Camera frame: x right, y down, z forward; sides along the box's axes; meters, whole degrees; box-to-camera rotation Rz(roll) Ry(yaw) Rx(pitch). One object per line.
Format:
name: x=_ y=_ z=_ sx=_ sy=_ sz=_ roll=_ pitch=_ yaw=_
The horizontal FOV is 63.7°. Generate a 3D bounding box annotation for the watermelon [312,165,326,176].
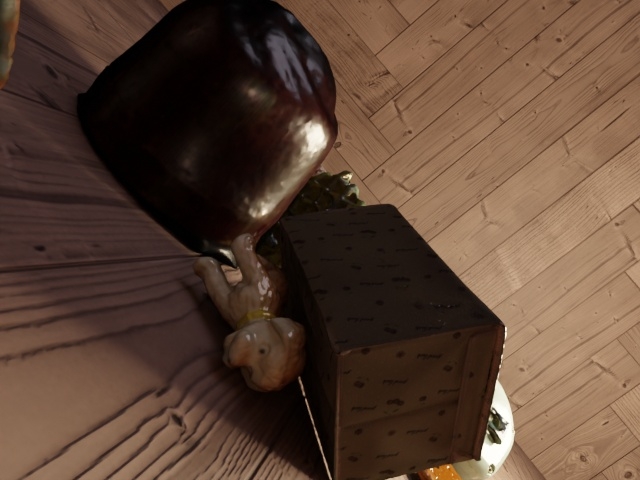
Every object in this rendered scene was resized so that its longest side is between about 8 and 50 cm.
watermelon: x=-0.089 y=-0.108 z=1.113 sx=0.213 sy=0.201 sz=0.262 roll=48 pitch=15 yaw=13

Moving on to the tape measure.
tape measure: x=0.331 y=0.378 z=1.145 sx=0.246 sy=0.125 sz=0.243 roll=52 pitch=43 yaw=-3

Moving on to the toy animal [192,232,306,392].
toy animal: x=-0.059 y=0.113 z=0.639 sx=0.185 sy=0.104 sz=0.184 roll=51 pitch=-2 yaw=40

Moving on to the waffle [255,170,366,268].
waffle: x=-0.024 y=-0.042 z=0.948 sx=0.054 sy=0.223 sz=0.204 roll=62 pitch=20 yaw=-55

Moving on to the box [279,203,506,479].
box: x=0.066 y=0.119 z=0.672 sx=0.297 sy=0.190 sz=0.225 roll=-120 pitch=-155 yaw=-57

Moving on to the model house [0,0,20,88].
model house: x=-0.303 y=-0.222 z=0.337 sx=0.295 sy=0.252 sz=0.329 roll=51 pitch=2 yaw=5

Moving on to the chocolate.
chocolate: x=-0.138 y=-0.203 z=0.825 sx=0.383 sy=0.331 sz=0.383 roll=48 pitch=6 yaw=-7

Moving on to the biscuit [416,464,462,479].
biscuit: x=0.211 y=0.428 z=0.912 sx=0.186 sy=0.036 sz=0.192 roll=52 pitch=8 yaw=28
